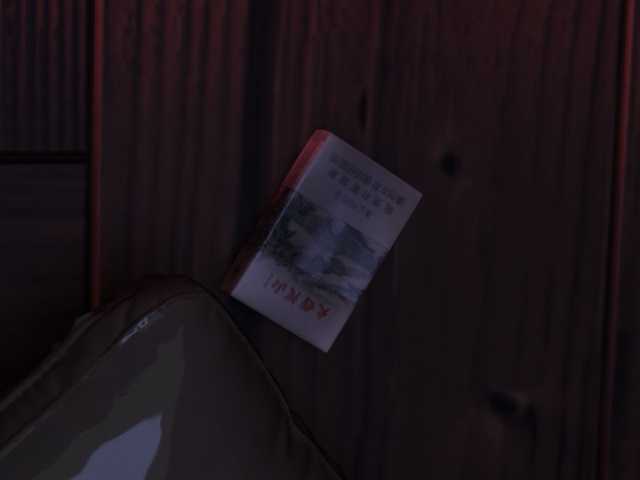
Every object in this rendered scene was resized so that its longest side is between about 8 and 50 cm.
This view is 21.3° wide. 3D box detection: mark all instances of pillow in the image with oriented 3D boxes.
[{"bbox_3d":[-0.112,0.193,0.686,0.322,0.120,0.255,-41,116,-11],"label":"pillow"}]

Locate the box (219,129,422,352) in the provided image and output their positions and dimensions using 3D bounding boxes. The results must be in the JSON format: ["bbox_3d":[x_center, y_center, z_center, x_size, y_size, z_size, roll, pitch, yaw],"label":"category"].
[{"bbox_3d":[0.000,0.000,0.747,0.054,0.024,0.083,33,87,-22],"label":"box"}]
